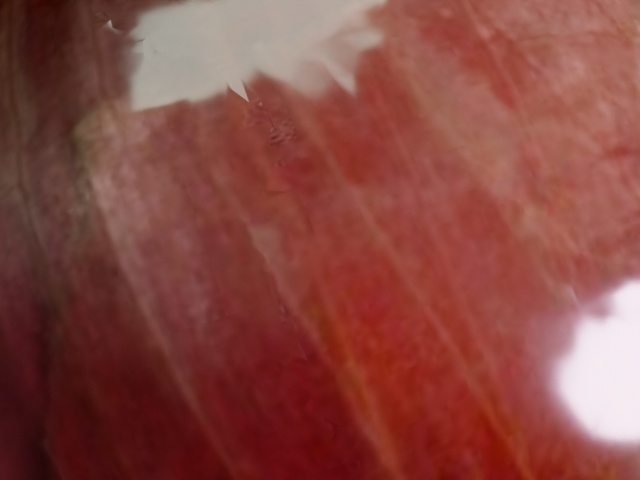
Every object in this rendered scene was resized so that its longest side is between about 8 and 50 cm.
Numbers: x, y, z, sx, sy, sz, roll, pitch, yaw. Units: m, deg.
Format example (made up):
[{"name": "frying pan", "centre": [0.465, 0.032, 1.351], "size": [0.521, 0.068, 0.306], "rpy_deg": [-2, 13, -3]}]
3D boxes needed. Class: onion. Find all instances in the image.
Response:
[{"name": "onion", "centre": [0.009, 0.032, 0.543], "size": [0.354, 0.353, 0.353], "rpy_deg": [-7, 14, 2]}]
